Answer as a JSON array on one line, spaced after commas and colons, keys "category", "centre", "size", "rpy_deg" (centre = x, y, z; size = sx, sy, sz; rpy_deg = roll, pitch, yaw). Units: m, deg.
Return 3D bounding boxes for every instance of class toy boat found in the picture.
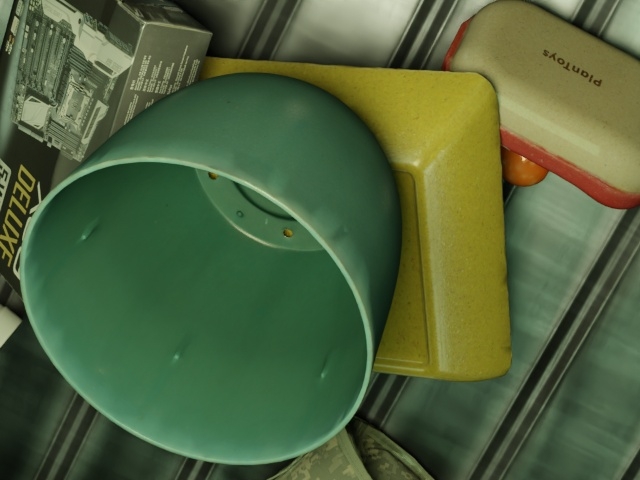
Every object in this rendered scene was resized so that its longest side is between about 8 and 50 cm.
[{"category": "toy boat", "centre": [0.210, -0.105, 1.643], "size": [0.231, 0.151, 0.151], "rpy_deg": [29, 140, -1]}]

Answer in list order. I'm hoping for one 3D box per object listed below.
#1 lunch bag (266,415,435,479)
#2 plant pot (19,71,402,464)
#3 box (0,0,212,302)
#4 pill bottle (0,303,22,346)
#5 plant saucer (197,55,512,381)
[{"category": "lunch bag", "centre": [0.038, 0.346, 1.787], "size": [0.287, 0.169, 0.235], "rpy_deg": [45, 112, 1]}, {"category": "plant pot", "centre": [-0.064, -0.001, 1.465], "size": [0.293, 0.235, 0.293], "rpy_deg": [10, 126, 15]}, {"category": "box", "centre": [-0.227, -0.100, 1.647], "size": [0.076, 0.242, 0.307], "rpy_deg": [4, 115, -36]}, {"category": "pill bottle", "centre": [-0.395, 0.057, 1.785], "size": [0.180, 0.108, 0.108], "rpy_deg": [39, 109, -4]}, {"category": "plant saucer", "centre": [0.000, 0.000, 1.643], "size": [0.333, 0.081, 0.333], "rpy_deg": [6, 125, 19]}]
